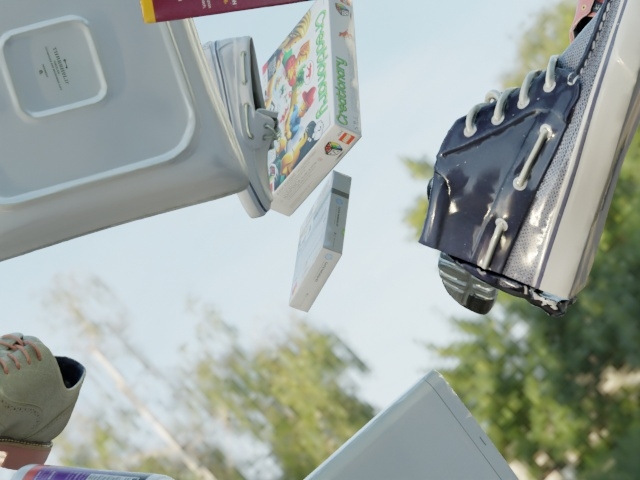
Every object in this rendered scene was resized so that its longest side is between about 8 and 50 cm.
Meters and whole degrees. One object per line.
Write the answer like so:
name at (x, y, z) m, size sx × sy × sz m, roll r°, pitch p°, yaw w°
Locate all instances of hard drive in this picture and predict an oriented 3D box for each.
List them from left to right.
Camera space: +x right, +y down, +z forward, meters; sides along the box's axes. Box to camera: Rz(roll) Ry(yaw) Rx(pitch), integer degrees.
hard drive at (0.120, 0.335, 2.019) m, size 0.047 × 0.233 × 0.353 m, roll -38°, pitch -2°, yaw 40°

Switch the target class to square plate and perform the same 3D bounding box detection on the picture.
square plate at (-0.284, -0.174, 1.701) m, size 0.344 × 0.347 × 0.049 m, roll -17°, pitch -8°, yaw -15°

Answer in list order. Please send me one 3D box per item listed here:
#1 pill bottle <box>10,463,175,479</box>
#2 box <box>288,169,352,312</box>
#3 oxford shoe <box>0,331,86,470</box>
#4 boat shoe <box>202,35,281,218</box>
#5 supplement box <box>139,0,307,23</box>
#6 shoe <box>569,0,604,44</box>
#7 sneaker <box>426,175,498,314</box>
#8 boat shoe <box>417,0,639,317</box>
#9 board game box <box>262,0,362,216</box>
pill bottle at (-0.184, 0.262, 1.435) m, size 0.108 × 0.193 × 0.108 m, roll 3°, pitch -90°, yaw -74°
box at (0.000, 0.000, 2.533) m, size 0.186 × 0.038 × 0.145 m, roll -81°, pitch 16°, yaw -48°
oxford shoe at (-0.375, 0.153, 1.724) m, size 0.146 × 0.140 × 0.397 m, roll -54°, pitch -14°, yaw -1°
boat shoe at (-0.087, -0.142, 1.956) m, size 0.075 × 0.226 × 0.083 m, roll -16°, pitch 6°, yaw 10°
supplement box at (-0.066, -0.249, 1.418) m, size 0.188 × 0.081 × 0.104 m, roll -7°, pitch 14°, yaw 4°
shoe at (0.314, -0.273, 1.718) m, size 0.081 × 0.063 × 0.178 m, roll -73°, pitch -4°, yaw -47°
sneaker at (0.202, -0.022, 1.871) m, size 0.132 × 0.086 × 0.229 m, roll -44°, pitch -37°, yaw -26°
boat shoe at (0.195, -0.112, 1.393) m, size 0.127 × 0.158 × 0.341 m, roll -19°, pitch -52°, yaw -69°
board game box at (-0.016, -0.207, 2.343) m, size 0.193 × 0.053 × 0.305 m, roll -47°, pitch 32°, yaw 37°
